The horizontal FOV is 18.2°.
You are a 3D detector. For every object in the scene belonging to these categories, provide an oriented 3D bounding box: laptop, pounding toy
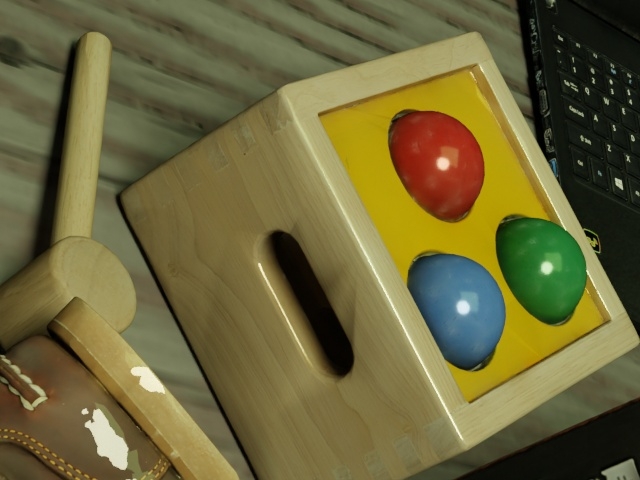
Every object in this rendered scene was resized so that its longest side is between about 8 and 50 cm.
[{"bbox_3d":[0.220,-0.076,0.924,0.234,0.136,0.264,23,50,-38],"label":"laptop"},{"bbox_3d":[-0.007,-0.007,0.651,0.206,0.094,0.181,-22,84,-53],"label":"pounding toy"}]

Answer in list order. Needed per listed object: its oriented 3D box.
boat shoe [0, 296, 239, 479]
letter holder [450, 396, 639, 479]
[{"bbox_3d":[-0.031,0.114,0.573,0.073,0.073,0.207,-43,99,-14],"label":"boat shoe"},{"bbox_3d":[0.175,0.200,0.680,0.214,0.152,0.302,-3,69,-52],"label":"letter holder"}]
